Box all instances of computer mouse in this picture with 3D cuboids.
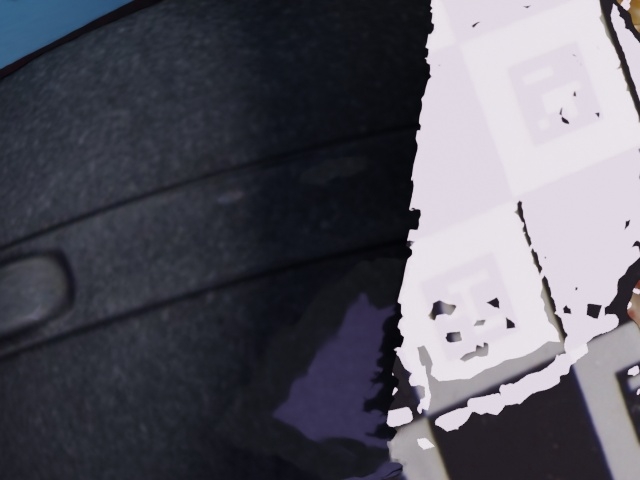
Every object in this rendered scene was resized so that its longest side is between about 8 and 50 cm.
[{"bbox_3d":[-0.001,-0.002,0.603,0.374,0.114,0.203,-15,79,0],"label":"computer mouse"}]

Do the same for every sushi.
[{"bbox_3d":[0.137,-0.005,0.537,0.264,0.050,0.290,5,87,-20],"label":"sushi"}]

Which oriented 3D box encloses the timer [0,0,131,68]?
[{"bbox_3d":[-0.175,-0.109,0.532,0.250,0.232,0.091,-35,65,13],"label":"timer"}]
